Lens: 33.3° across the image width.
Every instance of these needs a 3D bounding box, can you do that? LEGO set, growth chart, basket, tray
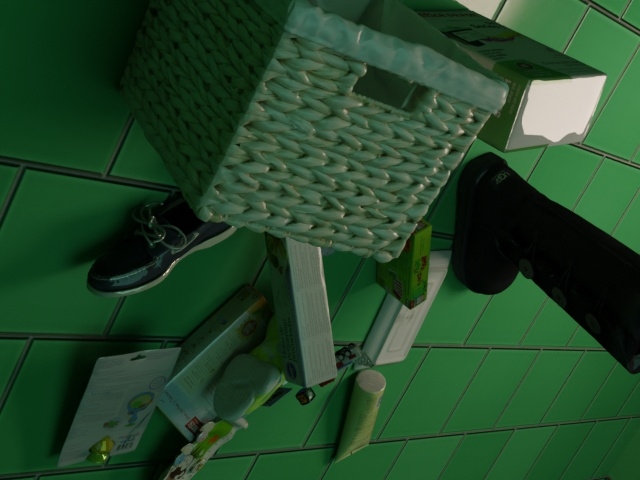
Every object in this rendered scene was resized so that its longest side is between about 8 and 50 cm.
[{"bbox_3d":[-0.024,0.240,1.800,0.182,0.060,0.244,-37,-173,-20],"label":"LEGO set"},{"bbox_3d":[-0.217,0.377,1.826,0.237,0.021,0.172,-48,161,2],"label":"growth chart"},{"bbox_3d":[-0.028,-0.187,1.276,0.328,0.331,0.266,13,117,-38],"label":"basket"},{"bbox_3d":[0.167,0.141,2.073,0.145,0.030,0.270,-1,122,-46],"label":"tray"}]

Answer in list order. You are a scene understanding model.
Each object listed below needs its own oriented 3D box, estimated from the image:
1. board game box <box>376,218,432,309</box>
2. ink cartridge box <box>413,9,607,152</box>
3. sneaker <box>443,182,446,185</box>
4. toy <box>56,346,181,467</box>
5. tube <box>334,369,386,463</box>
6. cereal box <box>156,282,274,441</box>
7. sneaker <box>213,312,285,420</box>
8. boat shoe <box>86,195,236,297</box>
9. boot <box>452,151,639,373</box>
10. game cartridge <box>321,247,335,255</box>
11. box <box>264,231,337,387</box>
[{"bbox_3d":[0.146,0.027,1.892,0.043,0.092,0.181,-31,140,-28],"label":"board game box"},{"bbox_3d":[0.248,-0.246,1.602,0.201,0.278,0.117,-11,126,-42],"label":"ink cartridge box"},{"bbox_3d":[0.160,-0.132,1.723,0.151,0.094,0.256,-10,154,-39],"label":"sneaker"},{"bbox_3d":[-0.312,0.236,1.602,0.136,0.056,0.237,-5,131,-39],"label":"toy"},{"bbox_3d":[0.079,0.359,2.155,0.070,0.062,0.240,8,132,-2],"label":"tube"},{"bbox_3d":[-0.166,0.201,1.742,0.240,0.047,0.173,-42,145,-13],"label":"cereal box"},{"bbox_3d":[-0.067,0.206,1.733,0.240,0.091,0.126,-49,146,-7],"label":"sneaker"},{"bbox_3d":[-0.212,-0.007,1.463,0.254,0.095,0.079,-28,141,-31],"label":"boat shoe"},{"bbox_3d":[0.442,0.083,1.962,0.146,0.445,0.367,-38,143,-17],"label":"boot"},{"bbox_3d":[0.000,0.000,1.774,0.083,0.017,0.056,6,113,-50],"label":"game cartridge"},{"bbox_3d":[-0.035,0.059,1.626,0.067,0.063,0.324,-16,105,-33],"label":"box"}]
